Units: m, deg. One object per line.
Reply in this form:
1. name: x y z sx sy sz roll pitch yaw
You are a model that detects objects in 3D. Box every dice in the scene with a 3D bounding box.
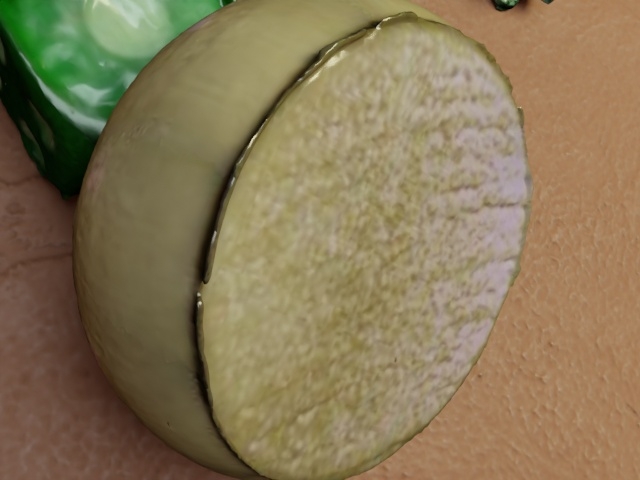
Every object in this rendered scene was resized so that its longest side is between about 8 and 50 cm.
1. dice: -0.121 -0.106 0.557 0.131 0.120 0.128 -29 90 -24

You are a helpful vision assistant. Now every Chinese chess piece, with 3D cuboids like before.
1. Chinese chess piece: 0.000 0.000 0.517 0.270 0.112 0.270 -21 121 -39

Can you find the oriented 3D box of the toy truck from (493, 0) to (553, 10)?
1. toy truck: 0.118 -0.249 0.723 0.175 0.067 0.081 26 67 -15
